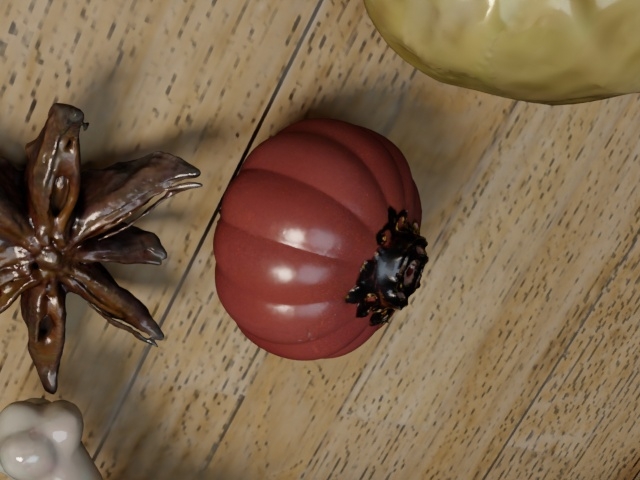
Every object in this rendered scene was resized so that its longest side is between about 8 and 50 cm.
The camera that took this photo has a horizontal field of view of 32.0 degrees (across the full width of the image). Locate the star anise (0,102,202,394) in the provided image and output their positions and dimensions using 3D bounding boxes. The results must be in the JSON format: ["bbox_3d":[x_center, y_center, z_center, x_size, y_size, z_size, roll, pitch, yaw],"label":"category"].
[{"bbox_3d":[-0.118,-0.001,0.458,0.141,0.042,0.141,-14,128,-19],"label":"star anise"}]

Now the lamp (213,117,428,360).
[{"bbox_3d":[0.000,0.000,0.486,0.107,0.092,0.107,-39,138,-46],"label":"lamp"}]

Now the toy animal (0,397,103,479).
[{"bbox_3d":[-0.092,0.205,0.535,0.141,0.138,0.282,-28,132,12],"label":"toy animal"}]

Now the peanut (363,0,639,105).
[{"bbox_3d":[0.156,-0.126,0.455,0.306,0.147,0.147,-4,121,-27],"label":"peanut"}]
